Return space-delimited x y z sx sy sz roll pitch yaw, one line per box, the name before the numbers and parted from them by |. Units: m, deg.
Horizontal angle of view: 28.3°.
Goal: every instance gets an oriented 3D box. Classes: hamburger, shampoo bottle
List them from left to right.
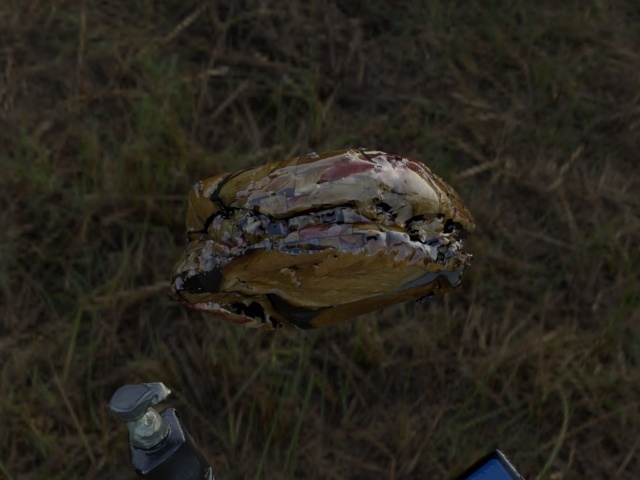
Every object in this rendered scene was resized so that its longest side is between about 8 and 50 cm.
shampoo bottle | -0.132 0.201 1.155 0.064 0.207 0.057 -29 43 -6
hamburger | 0.000 0.000 0.935 0.231 0.231 0.106 1 73 -6

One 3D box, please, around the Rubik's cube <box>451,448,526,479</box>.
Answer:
Rubik's cube | 0.139 0.290 0.998 0.161 0.163 0.162 -37 55 -1
